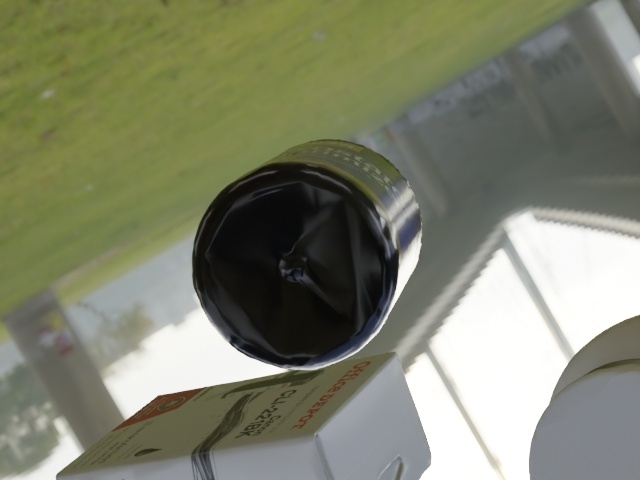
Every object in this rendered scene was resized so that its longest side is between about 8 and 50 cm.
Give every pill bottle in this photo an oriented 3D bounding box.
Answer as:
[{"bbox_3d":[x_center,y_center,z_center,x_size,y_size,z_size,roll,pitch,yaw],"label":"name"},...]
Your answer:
[{"bbox_3d":[0.138,0.069,0.562,0.094,0.094,0.169,-29,170,28],"label":"pill bottle"},{"bbox_3d":[0.000,0.000,0.980,0.123,0.123,0.219,-30,-176,12],"label":"pill bottle"}]

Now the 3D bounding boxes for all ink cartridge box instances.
[{"bbox_3d":[-0.064,0.203,1.383,0.272,0.114,0.197,-12,-168,27],"label":"ink cartridge box"}]
